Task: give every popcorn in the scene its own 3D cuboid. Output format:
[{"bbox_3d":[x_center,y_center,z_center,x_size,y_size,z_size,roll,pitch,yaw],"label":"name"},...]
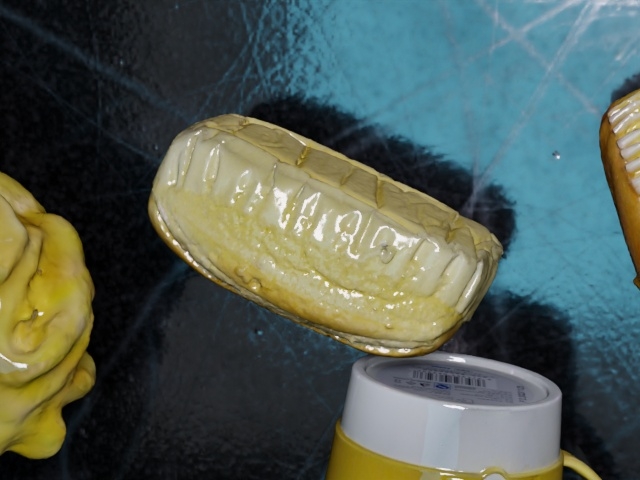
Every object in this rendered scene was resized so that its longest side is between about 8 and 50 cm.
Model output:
[{"bbox_3d":[-0.323,0.060,0.873,0.297,0.281,0.316,-41,102,3],"label":"popcorn"}]

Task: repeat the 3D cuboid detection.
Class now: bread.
[{"bbox_3d":[0.000,0.000,0.826,0.236,0.140,0.106,25,104,9],"label":"bread"},{"bbox_3d":[0.243,-0.014,0.761,0.114,0.132,0.190,-23,93,21],"label":"bread"}]

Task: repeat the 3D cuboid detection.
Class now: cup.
[{"bbox_3d":[0.107,0.202,0.841,0.241,0.185,0.226,2,99,-17],"label":"cup"}]
